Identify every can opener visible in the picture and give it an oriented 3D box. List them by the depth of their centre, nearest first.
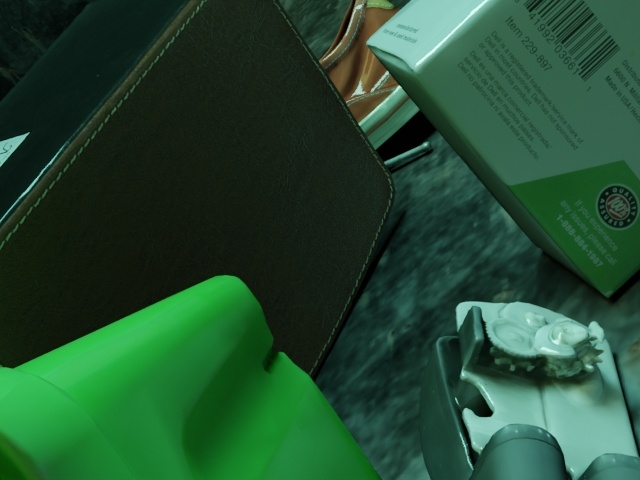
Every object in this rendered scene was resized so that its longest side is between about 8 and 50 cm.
[{"bbox_3d":[0.085,0.111,0.423,0.280,0.074,0.093,-86,13,-62],"label":"can opener"}]

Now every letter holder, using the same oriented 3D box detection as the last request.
[{"bbox_3d":[-0.107,0.010,0.698,0.152,0.214,0.301,-10,38,42],"label":"letter holder"}]

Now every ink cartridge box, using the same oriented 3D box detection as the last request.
[{"bbox_3d":[0.155,-0.105,0.563,0.212,0.154,0.093,-43,20,3],"label":"ink cartridge box"}]

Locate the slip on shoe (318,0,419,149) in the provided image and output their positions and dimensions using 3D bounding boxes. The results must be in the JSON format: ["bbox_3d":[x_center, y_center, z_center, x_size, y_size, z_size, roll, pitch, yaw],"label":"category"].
[{"bbox_3d":[-0.049,-0.056,0.871,0.331,0.101,0.123,-43,8,0],"label":"slip on shoe"}]

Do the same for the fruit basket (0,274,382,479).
[{"bbox_3d":[-0.172,0.192,0.395,0.392,0.283,0.392,-33,9,6],"label":"fruit basket"}]

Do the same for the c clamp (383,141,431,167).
[{"bbox_3d":[0.000,0.000,0.817,0.137,0.022,0.160,-24,28,40],"label":"c clamp"}]
